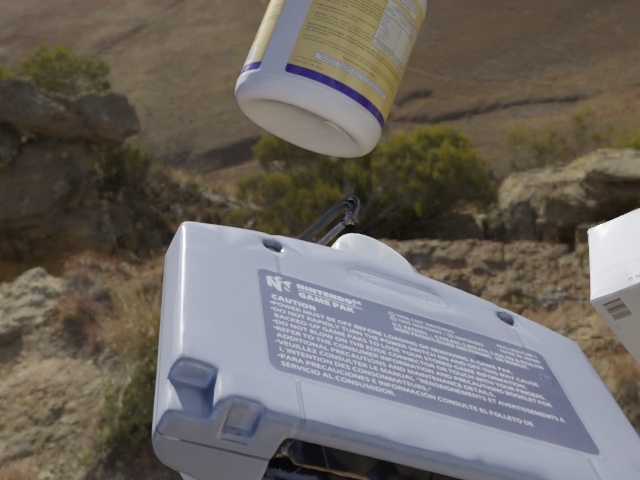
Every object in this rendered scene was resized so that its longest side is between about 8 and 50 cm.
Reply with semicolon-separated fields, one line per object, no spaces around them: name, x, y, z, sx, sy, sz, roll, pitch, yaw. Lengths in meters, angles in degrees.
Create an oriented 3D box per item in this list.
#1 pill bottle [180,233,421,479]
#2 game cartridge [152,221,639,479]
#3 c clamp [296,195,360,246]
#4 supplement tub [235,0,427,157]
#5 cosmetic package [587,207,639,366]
pill bottle;-0.018;0.149;0.925;0.176;0.318;0.176;30;26;-17
game cartridge;0.049;0.081;0.493;0.294;0.060;0.196;18;29;-17
c clamp;0.000;0.000;1.147;0.161;0.022;0.137;-44;16;-2
supplement tub;0.028;-0.325;1.329;0.241;0.241;0.331;13;76;37
cosmetic package;0.326;0.090;0.749;0.060;0.239;0.099;-29;27;31
